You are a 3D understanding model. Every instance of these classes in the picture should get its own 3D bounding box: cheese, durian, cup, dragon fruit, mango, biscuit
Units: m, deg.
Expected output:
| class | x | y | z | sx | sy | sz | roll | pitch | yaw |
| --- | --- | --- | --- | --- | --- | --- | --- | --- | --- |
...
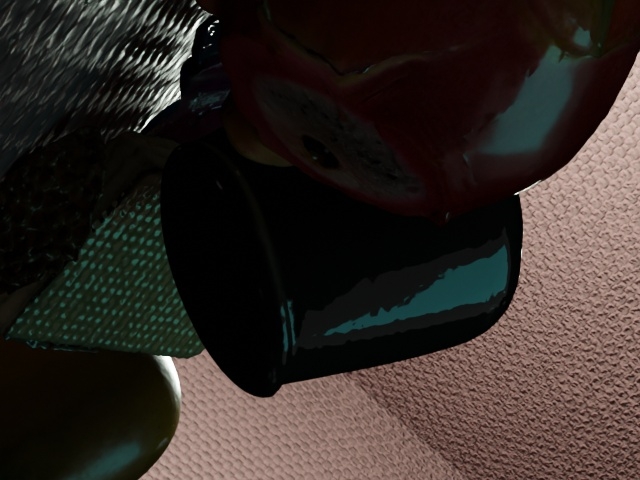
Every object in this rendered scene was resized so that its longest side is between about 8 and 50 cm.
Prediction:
| class | x | y | z | sx | sy | sz | roll | pitch | yaw |
| --- | --- | --- | --- | --- | --- | --- | --- | --- | --- |
| cheese | -0.065 | -0.075 | 1.024 | 0.155 | 0.062 | 0.244 | -19 | 153 | -24 |
| durian | -0.156 | -0.009 | 0.780 | 0.130 | 0.052 | 0.066 | -47 | -141 | 13 |
| cup | 0.000 | 0.000 | 0.896 | 0.176 | 0.169 | 0.223 | -22 | 179 | -23 |
| dragon fruit | 0.055 | -0.126 | 0.732 | 0.227 | 0.224 | 0.224 | -52 | -179 | -26 |
| mango | -0.193 | 0.122 | 1.045 | 0.221 | 0.151 | 0.120 | -24 | 122 | -43 |
| biscuit | -0.088 | 0.008 | 1.011 | 0.150 | 0.052 | 0.252 | -48 | 151 | 18 |
